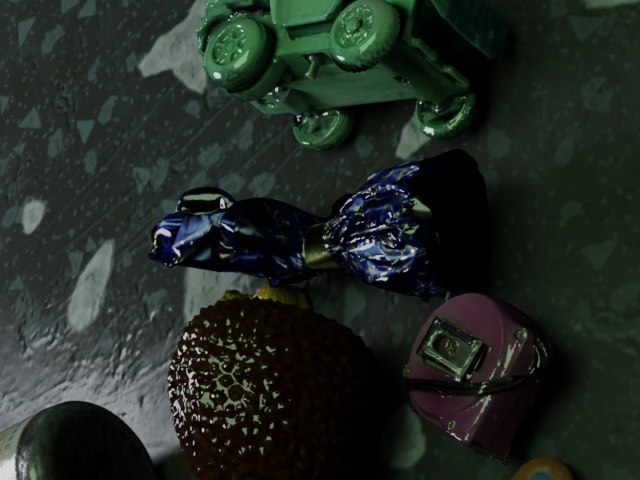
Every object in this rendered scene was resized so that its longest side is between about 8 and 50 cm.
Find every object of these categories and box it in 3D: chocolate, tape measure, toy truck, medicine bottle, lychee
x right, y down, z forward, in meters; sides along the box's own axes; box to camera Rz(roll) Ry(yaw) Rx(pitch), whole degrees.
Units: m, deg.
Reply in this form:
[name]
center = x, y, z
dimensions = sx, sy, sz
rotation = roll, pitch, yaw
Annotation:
[chocolate]
center = -0.004, -0.002, 1.695
dimensions = 0.343, 0.148, 0.126
rotation = -5, 113, 40
[tape measure]
center = 0.128, 0.104, 1.555
dimensions = 0.125, 0.074, 0.118
rotation = 24, 87, 51
[toy truck]
center = 0.024, -0.180, 1.718
dimensions = 0.279, 0.155, 0.156
rotation = -4, 63, 42
[medicine bottle]
center = -0.295, 0.267, 1.824
dimensions = 0.273, 0.165, 0.165
rotation = -27, 57, 33
[lychee]
center = -0.037, 0.139, 1.634
dimensions = 0.194, 0.194, 0.194
rotation = -18, 62, 37

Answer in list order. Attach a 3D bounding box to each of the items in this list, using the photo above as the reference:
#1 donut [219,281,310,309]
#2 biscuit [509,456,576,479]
[donut]
center = -0.060, 0.083, 1.768
dimensions = 0.108, 0.043, 0.097
rotation = -21, 59, 41
[biscuit]
center = 0.070, 0.292, 1.561
dimensions = 0.324, 0.049, 0.205
rotation = -17, 63, 40
